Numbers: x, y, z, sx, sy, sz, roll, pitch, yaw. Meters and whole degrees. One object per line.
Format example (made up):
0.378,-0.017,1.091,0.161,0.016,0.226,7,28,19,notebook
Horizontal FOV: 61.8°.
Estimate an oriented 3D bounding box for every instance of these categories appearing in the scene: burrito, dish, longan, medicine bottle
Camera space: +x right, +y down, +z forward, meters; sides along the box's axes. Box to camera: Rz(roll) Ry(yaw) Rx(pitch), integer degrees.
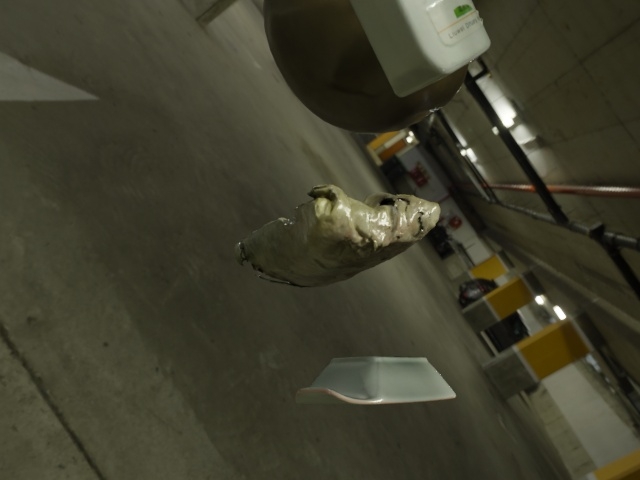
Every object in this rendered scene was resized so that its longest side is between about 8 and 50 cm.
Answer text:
0.011,0.004,0.748,0.175,0.347,0.107,17,71,-23,burrito
0.071,0.200,0.767,0.234,0.154,0.064,11,71,-44,dish
0.088,-0.374,0.994,0.404,0.336,0.405,24,37,-19,longan
0.083,-0.327,0.610,0.161,0.111,0.296,-39,105,-42,medicine bottle
